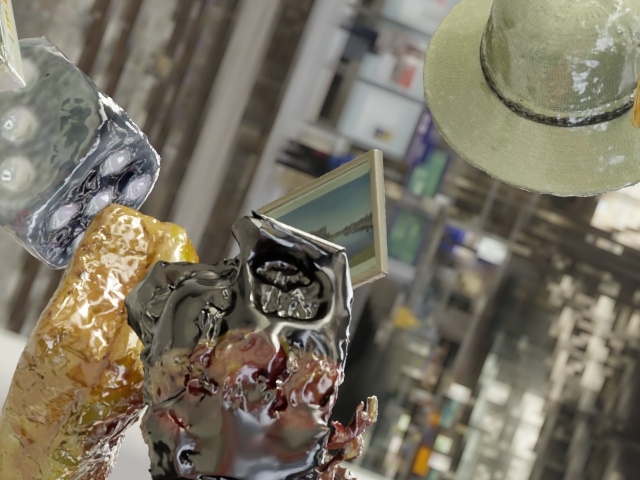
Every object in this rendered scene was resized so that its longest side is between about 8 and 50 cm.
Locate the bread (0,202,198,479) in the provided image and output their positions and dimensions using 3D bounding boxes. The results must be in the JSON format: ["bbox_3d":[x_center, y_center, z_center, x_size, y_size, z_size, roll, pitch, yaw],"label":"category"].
[{"bbox_3d":[-0.196,0.138,1.530,0.380,0.109,0.185,120,-8,-51],"label":"bread"}]

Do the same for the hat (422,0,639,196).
[{"bbox_3d":[0.216,-0.176,1.666,0.130,0.257,0.257,87,20,-58],"label":"hat"}]

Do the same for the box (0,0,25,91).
[{"bbox_3d":[-0.329,-0.235,1.660,0.256,0.069,0.164,62,16,-78],"label":"box"}]

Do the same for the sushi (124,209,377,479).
[{"bbox_3d":[-0.045,0.099,1.189,0.172,0.153,0.150,-45,-152,51],"label":"sushi"}]

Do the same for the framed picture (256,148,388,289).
[{"bbox_3d":[0.000,0.000,1.568,0.149,0.011,0.109,-26,-122,43],"label":"framed picture"}]

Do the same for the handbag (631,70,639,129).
[{"bbox_3d":[0.292,-0.114,1.551,0.027,0.083,0.061,13,-86,57],"label":"handbag"}]

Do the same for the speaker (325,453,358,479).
[{"bbox_3d":[-0.126,0.273,1.349,0.329,0.259,0.198,-34,159,-34],"label":"speaker"}]

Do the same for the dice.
[{"bbox_3d":[-0.293,-0.092,2.044,0.183,0.182,0.181,-46,158,-6],"label":"dice"}]
